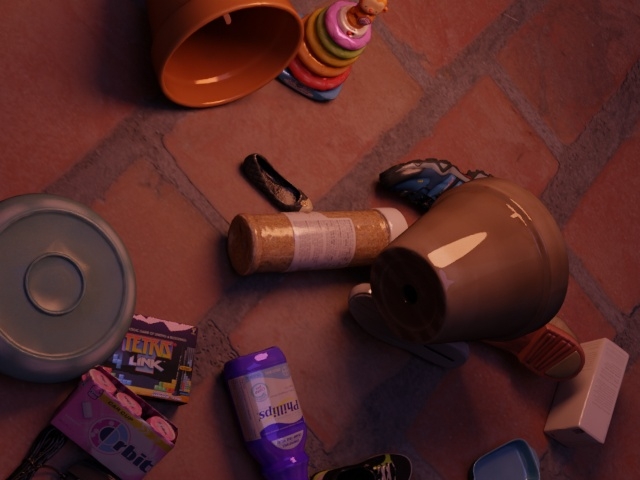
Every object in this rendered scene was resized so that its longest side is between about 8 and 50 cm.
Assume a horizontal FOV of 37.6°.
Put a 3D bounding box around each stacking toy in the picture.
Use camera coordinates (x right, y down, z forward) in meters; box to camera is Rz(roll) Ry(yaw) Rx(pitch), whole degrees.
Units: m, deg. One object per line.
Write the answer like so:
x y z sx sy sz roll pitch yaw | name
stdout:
0.043 -0.420 1.891 0.175 0.302 0.165 28 63 -21 | stacking toy

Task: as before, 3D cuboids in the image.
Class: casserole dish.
0.380 0.488 1.965 0.188 0.037 0.114 -18 85 -32 | casserole dish

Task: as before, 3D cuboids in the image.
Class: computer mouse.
-0.393 0.439 1.516 0.262 0.060 0.184 47 57 -9 | computer mouse

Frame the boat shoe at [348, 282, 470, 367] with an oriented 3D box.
0.180 0.161 1.925 0.302 0.109 0.094 33 39 -24 | boat shoe

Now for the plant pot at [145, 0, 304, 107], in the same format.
-0.202 -0.420 1.781 0.291 0.291 0.203 -12 66 -32 | plant pot

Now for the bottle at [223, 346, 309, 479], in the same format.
-0.086 0.340 1.706 0.118 0.092 0.282 -12 81 -33 | bottle

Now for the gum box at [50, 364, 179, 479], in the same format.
-0.342 0.303 1.555 0.188 0.062 0.107 42 101 -13 | gum box

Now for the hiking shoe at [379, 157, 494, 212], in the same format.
0.265 -0.095 2.032 0.304 0.113 0.132 6 71 -29 | hiking shoe

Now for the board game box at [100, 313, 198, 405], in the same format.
-0.307 0.206 1.646 0.170 0.048 0.141 15 69 -26 | board game box

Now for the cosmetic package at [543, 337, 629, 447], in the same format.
0.591 0.338 2.087 0.085 0.117 0.231 34 62 -16 | cosmetic package

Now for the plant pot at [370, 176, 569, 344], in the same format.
0.255 0.067 1.775 0.280 0.323 0.323 -20 85 -40 | plant pot

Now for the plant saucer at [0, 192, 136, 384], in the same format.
-0.438 0.073 1.532 0.318 0.044 0.317 9 75 -35 | plant saucer

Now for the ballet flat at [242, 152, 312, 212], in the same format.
-0.083 -0.107 1.871 0.173 0.049 0.057 38 61 -15 | ballet flat

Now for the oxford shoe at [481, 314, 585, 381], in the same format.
0.395 0.151 2.048 0.397 0.140 0.146 39 22 -6 | oxford shoe

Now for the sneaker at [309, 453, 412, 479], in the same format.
0.090 0.455 1.770 0.235 0.097 0.084 -7 79 -32 | sneaker

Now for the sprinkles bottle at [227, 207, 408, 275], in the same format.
0.000 0.000 1.844 0.355 0.121 0.121 -3 77 -31 | sprinkles bottle
